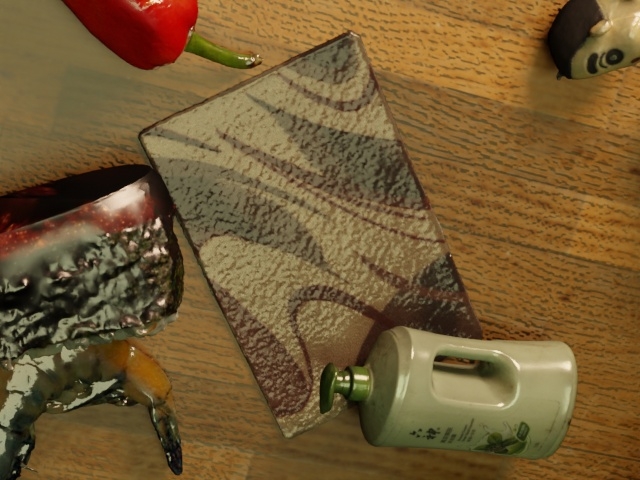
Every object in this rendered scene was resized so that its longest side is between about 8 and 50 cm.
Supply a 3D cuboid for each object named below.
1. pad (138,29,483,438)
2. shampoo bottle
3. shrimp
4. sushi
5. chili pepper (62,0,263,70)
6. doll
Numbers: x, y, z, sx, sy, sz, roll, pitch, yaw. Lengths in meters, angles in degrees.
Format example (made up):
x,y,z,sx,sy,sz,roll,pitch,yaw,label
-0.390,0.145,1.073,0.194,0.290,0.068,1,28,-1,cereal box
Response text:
x,y,z,sx,sy,sz,roll,pitch,yaw,label
0.000,0.000,1.304,0.220,0.004,0.330,-27,109,-7,pad
0.112,0.139,1.321,0.234,0.087,0.118,7,111,-19,shampoo bottle
-0.227,0.205,1.275,0.198,0.051,0.262,26,93,-20,shrimp
-0.220,0.025,1.188,0.225,0.136,0.126,-18,111,-17,sushi
-0.180,-0.267,1.148,0.137,0.092,0.368,-35,113,-16,chili pepper
0.277,-0.209,1.286,0.179,0.102,0.089,-44,67,3,doll
